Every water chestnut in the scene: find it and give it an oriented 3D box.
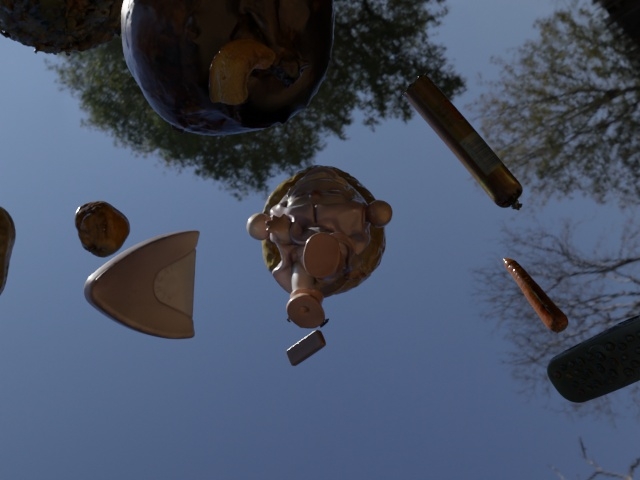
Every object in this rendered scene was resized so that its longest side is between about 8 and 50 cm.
[{"bbox_3d":[-0.115,-0.300,0.929,0.350,0.351,0.302,-7,-146,-46],"label":"water chestnut"}]

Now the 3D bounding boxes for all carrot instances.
[{"bbox_3d":[0.379,0.088,1.117,0.037,0.037,0.190,21,-150,-36],"label":"carrot"}]

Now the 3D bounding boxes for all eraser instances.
[{"bbox_3d":[-0.311,0.079,1.098,0.243,0.059,0.204,3,-88,-55],"label":"eraser"}]

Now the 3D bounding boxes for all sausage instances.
[{"bbox_3d":[0.324,-0.214,1.387,0.371,0.082,0.082,52,-139,9],"label":"sausage"}]

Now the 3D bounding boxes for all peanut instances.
[{"bbox_3d":[-0.651,0.044,1.178,0.120,0.110,0.237,17,-90,-48],"label":"peanut"}]

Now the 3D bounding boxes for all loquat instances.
[{"bbox_3d":[-0.514,-0.025,1.465,0.137,0.113,0.137,-20,-90,-75],"label":"loquat"}]

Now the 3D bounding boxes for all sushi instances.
[{"bbox_3d":[-0.672,-0.645,1.589,0.417,0.417,0.176,-17,-116,-47],"label":"sushi"}]

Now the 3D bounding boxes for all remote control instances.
[{"bbox_3d":[0.392,0.140,0.795,0.072,0.222,0.042,56,-145,8],"label":"remote control"}]

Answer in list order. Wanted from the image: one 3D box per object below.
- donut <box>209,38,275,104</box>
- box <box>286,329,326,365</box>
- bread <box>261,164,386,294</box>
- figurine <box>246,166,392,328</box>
[{"bbox_3d":[-0.086,-0.195,0.718,0.083,0.038,0.067,-27,-51,-44],"label":"donut"},{"bbox_3d":[-0.037,0.277,1.611,0.025,0.115,0.048,18,-141,-55],"label":"box"},{"bbox_3d":[0.011,-0.014,1.122,0.134,0.244,0.245,29,-132,-59],"label":"bread"},{"bbox_3d":[0.000,0.000,0.842,0.276,0.200,0.133,-82,-16,-62],"label":"figurine"}]
